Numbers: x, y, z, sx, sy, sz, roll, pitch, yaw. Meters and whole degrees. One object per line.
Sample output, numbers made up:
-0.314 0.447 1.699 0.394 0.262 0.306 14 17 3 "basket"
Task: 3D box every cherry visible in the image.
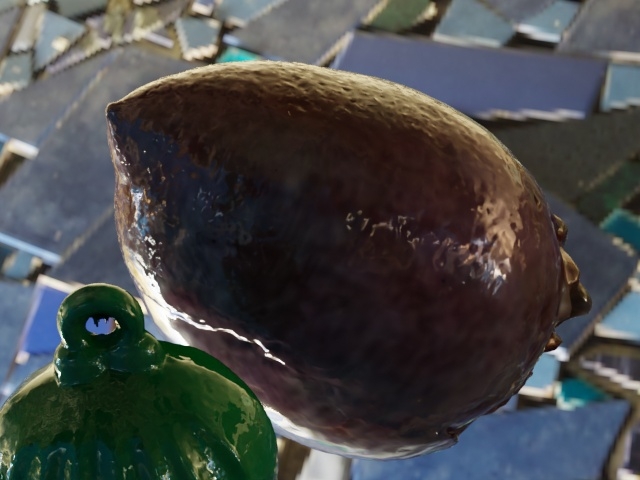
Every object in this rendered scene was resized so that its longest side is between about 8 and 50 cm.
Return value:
0.000 0.000 0.727 0.249 0.192 0.175 33 96 -32 "cherry"

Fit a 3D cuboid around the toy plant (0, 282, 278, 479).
-0.080 0.104 0.537 0.142 0.105 0.200 -9 117 3 "toy plant"
